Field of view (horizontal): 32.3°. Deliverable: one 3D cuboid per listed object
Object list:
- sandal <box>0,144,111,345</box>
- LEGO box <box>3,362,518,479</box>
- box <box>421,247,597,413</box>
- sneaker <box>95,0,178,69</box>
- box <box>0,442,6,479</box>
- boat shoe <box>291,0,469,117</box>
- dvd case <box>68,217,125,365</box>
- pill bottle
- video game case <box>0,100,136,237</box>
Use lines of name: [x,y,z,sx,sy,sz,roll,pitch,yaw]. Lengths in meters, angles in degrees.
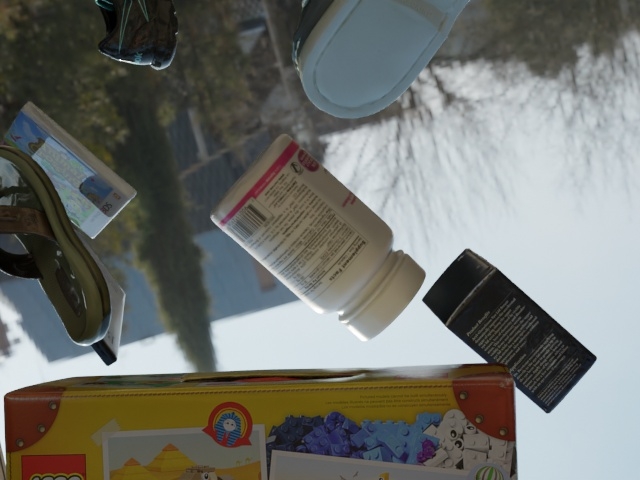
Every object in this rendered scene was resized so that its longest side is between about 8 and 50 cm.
sandal: [-0.347,0.000,1.299,0.086,0.303,0.120,-17,145,-36]
LEGO box: [-0.047,0.324,1.138,0.500,0.372,0.193,-3,178,7]
box: [0.263,0.124,1.563,0.108,0.207,0.153,-49,-169,3]
sneaker: [-0.254,-0.369,1.506,0.106,0.267,0.101,0,172,-21]
box: [-0.450,0.301,1.277,0.087,0.290,0.169,-40,147,28]
boat shoe: [0.091,-0.229,0.770,0.319,0.116,0.099,-47,-147,23]
dvd case: [-0.360,0.067,1.683,0.022,0.180,0.253,-31,-159,5]
pill bottle: [0.000,0.000,1.539,0.160,0.283,0.160,-47,-173,8]
video game case: [-0.409,-0.106,1.749,0.193,0.212,0.023,-34,-162,55]
